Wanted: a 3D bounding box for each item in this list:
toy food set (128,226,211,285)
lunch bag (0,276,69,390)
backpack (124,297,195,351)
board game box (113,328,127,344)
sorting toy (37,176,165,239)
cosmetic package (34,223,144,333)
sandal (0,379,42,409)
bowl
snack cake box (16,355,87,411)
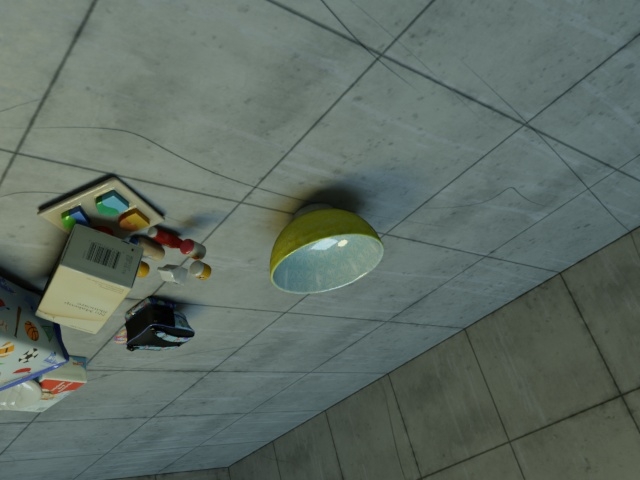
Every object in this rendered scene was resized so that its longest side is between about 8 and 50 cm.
[{"bbox_3d":[-0.372,0.035,1.464,0.232,0.111,0.104,5,163,31],"label":"toy food set"},{"bbox_3d":[-0.866,0.241,1.460,0.385,0.239,0.328,-26,154,3],"label":"lunch bag"},{"bbox_3d":[-0.460,0.251,1.805,0.158,0.117,0.173,-36,145,31],"label":"backpack"},{"bbox_3d":[-0.563,0.317,1.956,0.133,0.033,0.168,-36,145,31],"label":"board game box"},{"bbox_3d":[-0.473,-0.047,1.361,0.193,0.038,0.208,-23,151,11],"label":"sorting toy"},{"bbox_3d":[-0.535,0.097,1.425,0.160,0.113,0.309,22,143,-21],"label":"cosmetic package"},{"bbox_3d":[-1.029,0.401,1.807,0.416,0.102,0.169,8,129,-17],"label":"sandal"},{"bbox_3d":[0.000,0.000,1.566,0.289,0.156,0.289,-13,152,-7],"label":"bowl"},{"bbox_3d":[-0.884,0.454,1.971,0.264,0.089,0.152,-33,146,26],"label":"snack cake box"}]
